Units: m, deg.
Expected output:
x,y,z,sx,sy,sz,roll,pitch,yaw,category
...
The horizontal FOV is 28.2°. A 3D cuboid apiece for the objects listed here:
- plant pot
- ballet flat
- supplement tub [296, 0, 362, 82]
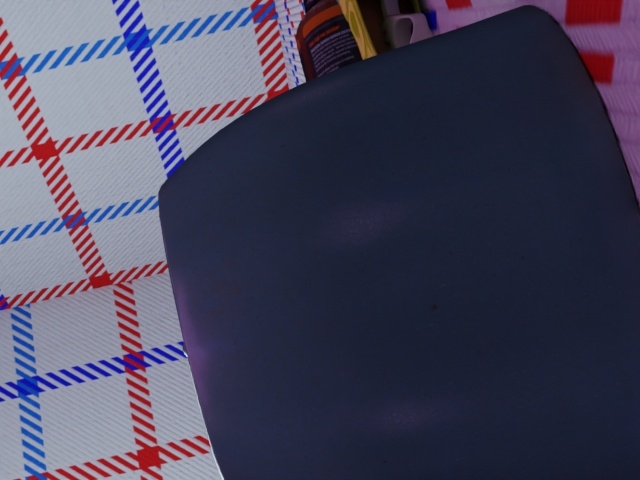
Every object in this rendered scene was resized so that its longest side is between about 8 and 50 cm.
x,y,z,sx,sy,sz,roll,pitch,yaw,category
0.037,0.031,0.751,0.293,0.235,0.293,167,90,-88,plant pot
0.060,-0.192,1.070,0.077,0.077,0.231,-30,75,65,ballet flat
0.037,-0.158,1.187,0.106,0.106,0.197,83,173,-66,supplement tub
